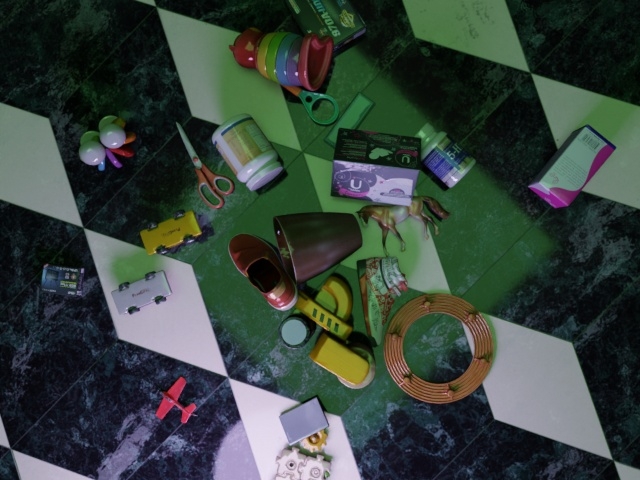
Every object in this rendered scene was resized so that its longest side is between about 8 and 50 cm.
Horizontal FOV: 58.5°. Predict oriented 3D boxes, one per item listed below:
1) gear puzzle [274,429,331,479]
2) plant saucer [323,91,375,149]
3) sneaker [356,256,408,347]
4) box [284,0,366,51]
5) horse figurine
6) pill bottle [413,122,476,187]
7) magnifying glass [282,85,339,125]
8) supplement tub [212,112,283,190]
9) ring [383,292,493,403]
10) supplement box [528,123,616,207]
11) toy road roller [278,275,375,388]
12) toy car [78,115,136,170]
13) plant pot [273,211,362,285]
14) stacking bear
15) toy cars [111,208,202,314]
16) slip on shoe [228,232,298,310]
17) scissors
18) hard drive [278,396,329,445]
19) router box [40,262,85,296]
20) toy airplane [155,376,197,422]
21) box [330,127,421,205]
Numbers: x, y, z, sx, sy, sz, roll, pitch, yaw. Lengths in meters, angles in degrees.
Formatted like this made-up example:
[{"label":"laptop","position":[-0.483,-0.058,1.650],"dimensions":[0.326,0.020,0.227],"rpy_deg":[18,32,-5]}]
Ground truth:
[{"label":"gear puzzle","position":[-0.062,0.726,1.761],"dimensions":[0.175,0.044,0.339],"rpy_deg":[15,87,5]},{"label":"plant saucer","position":[0.090,-0.371,1.782],"dimensions":[0.067,0.018,0.192],"rpy_deg":[36,92,4]},{"label":"sneaker","position":[0.198,0.181,1.728],"dimensions":[0.144,0.090,0.270],"rpy_deg":[-9,86,6]},{"label":"box","position":[0.014,-0.702,1.775],"dimensions":[0.175,0.051,0.220],"rpy_deg":[-30,88,2]},{"label":"horse figurine","position":[0.258,-0.065,1.743],"dimensions":[0.263,0.066,0.175],"rpy_deg":[-24,93,4]},{"label":"pill bottle","position":[0.362,-0.260,1.717],"dimensions":[0.186,0.112,0.112],"rpy_deg":[43,91,3]},{"label":"magnifying glass","position":[-0.043,-0.447,1.787],"dimensions":[0.231,0.026,0.092],"rpy_deg":[36,91,4]},{"label":"supplement tub","position":[-0.220,-0.267,1.734],"dimensions":[0.144,0.144,0.200],"rpy_deg":[-35,88,2]},{"label":"ring","position":[0.361,0.331,1.746],"dimensions":[0.336,0.032,0.337],"rpy_deg":[0,88,4]},{"label":"supplement box","position":[0.742,-0.216,1.694],"dimensions":[0.111,0.114,0.220],"rpy_deg":[40,90,2]},{"label":"toy road roller","position":[0.049,0.250,1.679],"dimensions":[0.329,0.202,0.241],"rpy_deg":[33,90,5]},{"label":"toy car","position":[-0.655,-0.291,1.775],"dimensions":[0.182,0.159,0.136],"rpy_deg":[-39,124,2]},{"label":"plant pot","position":[0.000,0.000,1.702],"dimensions":[0.230,0.215,0.216],"rpy_deg":[-17,88,-12]},{"label":"stacking bear","position":[-0.132,-0.559,1.717],"dimensions":[0.288,0.175,0.165],"rpy_deg":[19,111,21]},{"label":"toy cars","position":[-0.498,0.068,1.777],"dimensions":[0.176,0.087,0.394],"rpy_deg":[28,94,8]},{"label":"slip on shoe","position":[-0.181,0.073,1.684],"dimensions":[0.123,0.101,0.331],"rpy_deg":[-42,49,-2]},{"label":"scissors","position":[-0.393,-0.234,1.804],"dimensions":[0.109,0.021,0.297],"rpy_deg":[-42,88,4]},{"label":"hard drive","position":[-0.051,0.555,1.754],"dimensions":[0.135,0.022,0.094],"rpy_deg":[-28,66,3]},{"label":"router box","position":[-0.818,0.125,1.813],"dimensions":[0.122,0.038,0.092],"rpy_deg":[7,90,3]},{"label":"toy airplane","position":[-0.453,0.512,1.790],"dimensions":[0.151,0.028,0.151],"rpy_deg":[0,90,4]},{"label":"box","position":[0.160,-0.212,1.682],"dimensions":[0.247,0.163,0.142],"rpy_deg":[8,53,4]}]
